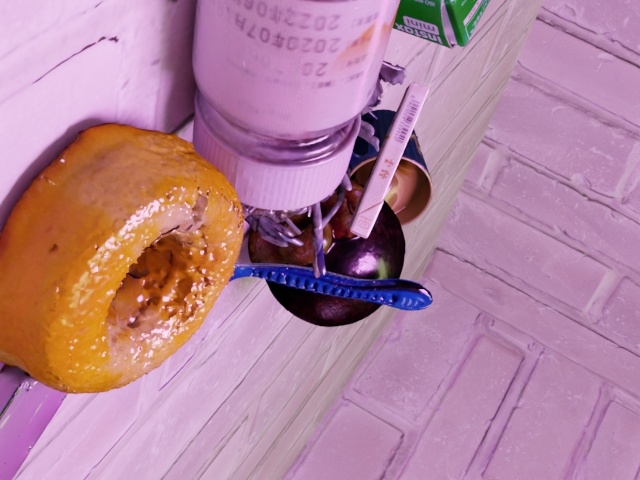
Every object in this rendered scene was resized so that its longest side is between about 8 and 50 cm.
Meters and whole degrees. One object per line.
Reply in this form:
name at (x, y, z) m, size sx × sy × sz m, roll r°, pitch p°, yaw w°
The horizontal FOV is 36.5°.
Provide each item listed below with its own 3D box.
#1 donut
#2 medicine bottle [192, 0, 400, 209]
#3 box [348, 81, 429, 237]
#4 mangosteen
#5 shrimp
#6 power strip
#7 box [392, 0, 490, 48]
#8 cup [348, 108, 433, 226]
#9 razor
donut at (-0.172, 0.018, 0.809) m, size 0.253 × 0.118 × 0.253 m, roll -40°, pitch 151°, yaw -29°
medicine bottle at (-0.026, -0.167, 0.826) m, size 0.165 × 0.165 × 0.273 m, roll -52°, pitch 165°, yaw -36°
box at (0.071, -0.086, 1.037) m, size 0.090 × 0.024 × 0.167 m, roll -77°, pitch -171°, yaw -85°
mangosteen at (0.000, 0.000, 1.312) m, size 0.211 × 0.211 × 0.250 m, roll -58°, pitch 141°, yaw -11°
shrimp at (-0.014, -0.104, 1.071) m, size 0.221 × 0.166 × 0.410 m, roll -32°, pitch -151°, yaw 38°
power strip at (-0.317, 0.225, 0.837) m, size 0.279 × 0.037 × 0.109 m, roll -58°, pitch 168°, yaw -10°
box at (0.116, -0.336, 1.000) m, size 0.250 × 0.180 × 0.103 m, roll -60°, pitch 157°, yaw -9°
cup at (0.086, -0.129, 1.454) m, size 0.131 × 0.176 × 0.155 m, roll -24°, pitch -147°, yaw 16°
razor at (-0.014, 0.054, 1.210) m, size 0.056 × 0.324 × 0.093 m, roll -104°, pitch -155°, yaw -45°
